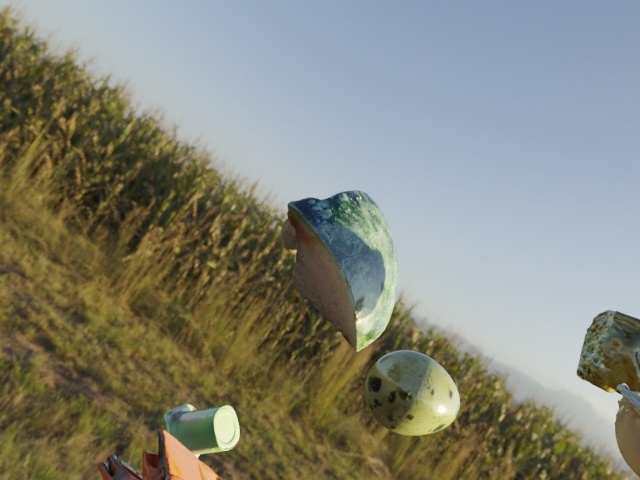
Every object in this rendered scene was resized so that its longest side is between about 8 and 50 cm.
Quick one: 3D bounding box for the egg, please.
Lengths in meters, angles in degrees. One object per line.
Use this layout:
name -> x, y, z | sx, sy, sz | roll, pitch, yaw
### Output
egg -> 0.202, 0.331, 1.433 | 0.228, 0.177, 0.177 | 22, 2, -24

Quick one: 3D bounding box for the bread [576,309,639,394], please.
bread -> 0.759, 0.289, 1.577 | 0.252, 0.196, 0.238 | 25, -1, 14

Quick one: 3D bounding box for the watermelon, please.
watermelon -> 0.037, 0.023, 1.283 | 0.214, 0.289, 0.320 | -20, -66, 35

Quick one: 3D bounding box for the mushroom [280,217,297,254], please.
mushroom -> 0.003, -0.011, 1.893 | 0.209, 0.206, 0.206 | 50, -4, -1

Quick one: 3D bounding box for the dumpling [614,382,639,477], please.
dumpling -> 0.587, 0.351, 1.122 | 0.247, 0.142, 0.172 | 60, 10, 18

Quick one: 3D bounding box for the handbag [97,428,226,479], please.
handbag -> -0.140, 0.474, 0.831 | 0.303, 0.116, 0.410 | 68, -4, -50

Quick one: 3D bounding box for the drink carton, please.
drink carton -> -0.294, 0.487, 1.701 | 0.144, 0.142, 0.146 | -1, 76, -67
